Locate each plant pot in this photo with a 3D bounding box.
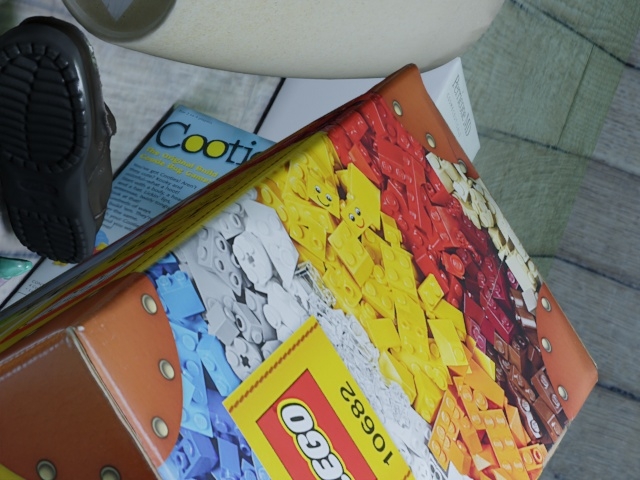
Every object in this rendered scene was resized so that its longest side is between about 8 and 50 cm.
[{"bbox_3d":[-0.043,-0.213,1.332,0.274,0.256,0.257,-21,132,-48],"label":"plant pot"}]

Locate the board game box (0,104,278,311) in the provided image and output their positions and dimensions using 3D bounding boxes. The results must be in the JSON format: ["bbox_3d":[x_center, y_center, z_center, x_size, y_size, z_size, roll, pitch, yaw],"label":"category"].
[{"bbox_3d":[-0.118,0.048,1.527,0.275,0.144,0.142,-53,158,-40],"label":"board game box"}]

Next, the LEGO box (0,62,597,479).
[{"bbox_3d":[-0.159,0.155,0.942,0.500,0.193,0.372,-30,-174,28],"label":"LEGO box"}]

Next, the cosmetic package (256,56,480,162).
[{"bbox_3d":[0.000,0.000,1.826,0.366,0.155,0.197,-63,160,-16],"label":"cosmetic package"}]

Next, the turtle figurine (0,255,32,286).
[{"bbox_3d":[-0.242,0.127,1.287,0.175,0.118,0.234,-46,141,-85],"label":"turtle figurine"}]

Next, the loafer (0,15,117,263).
[{"bbox_3d":[-0.178,-0.078,1.326,0.220,0.080,0.078,98,11,-53],"label":"loafer"}]
